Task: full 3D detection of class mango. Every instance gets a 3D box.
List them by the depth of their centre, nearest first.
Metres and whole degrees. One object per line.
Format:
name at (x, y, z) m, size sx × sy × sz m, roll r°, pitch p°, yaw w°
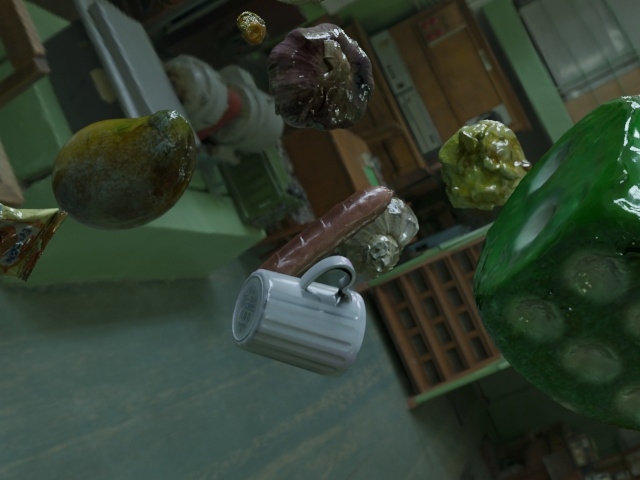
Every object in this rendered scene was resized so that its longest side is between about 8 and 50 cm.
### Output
mango at (-0.325, -0.120, 1.277) m, size 0.192 × 0.316 × 0.146 m, roll 54°, pitch 33°, yaw -20°

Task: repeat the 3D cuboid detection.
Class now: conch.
conch at (0.129, -0.033, 1.968) m, size 0.159 × 0.210 × 0.291 m, roll 33°, pitch 21°, yaw -41°

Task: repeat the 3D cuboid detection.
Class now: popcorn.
popcorn at (0.322, -0.148, 1.496) m, size 0.187 × 0.167 × 0.185 m, roll -90°, pitch 157°, yaw -74°

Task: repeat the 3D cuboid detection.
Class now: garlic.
garlic at (0.009, -0.343, 1.608) m, size 0.245 × 0.245 × 0.160 m, roll 59°, pitch -17°, yaw -17°

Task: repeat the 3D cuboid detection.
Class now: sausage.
sausage at (0.000, -0.001, 1.737) m, size 0.088 × 0.433 × 0.088 m, roll 49°, pitch -14°, yaw 17°

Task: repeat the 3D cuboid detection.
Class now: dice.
dice at (0.376, 0.027, 0.895) m, size 0.297 × 0.287 × 0.300 m, roll 37°, pitch 43°, yaw -7°

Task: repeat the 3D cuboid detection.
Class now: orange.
orange at (-0.172, -0.545, 1.939) m, size 0.086 × 0.062 × 0.086 m, roll 55°, pitch 18°, yaw -29°

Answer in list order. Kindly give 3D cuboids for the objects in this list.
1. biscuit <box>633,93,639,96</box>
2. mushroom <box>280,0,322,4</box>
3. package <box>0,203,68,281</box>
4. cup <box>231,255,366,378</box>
biscuit at (0.646, -0.263, 1.453) m, size 0.250 × 0.166 × 0.036 m, roll -7°, pitch 81°, yaw -79°
mushroom at (-0.001, -0.509, 1.242) m, size 0.260 × 0.234 × 0.254 m, roll -69°, pitch 157°, yaw -7°
package at (-0.372, 0.000, 0.897) m, size 0.031 × 0.108 × 0.121 m, roll 41°, pitch 12°, yaw 25°
cup at (-0.035, 0.123, 1.374) m, size 0.202 × 0.221 × 0.167 m, roll 19°, pitch -3°, yaw -25°
